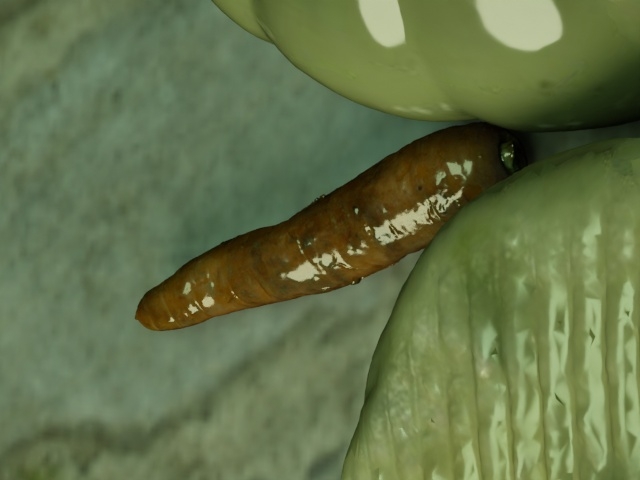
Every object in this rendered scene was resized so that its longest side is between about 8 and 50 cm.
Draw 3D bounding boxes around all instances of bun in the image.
[{"bbox_3d":[0.107,0.073,0.508,0.237,0.116,0.210,-28,73,42],"label":"bun"}]

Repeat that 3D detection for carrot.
[{"bbox_3d":[0.000,0.001,0.629,0.165,0.035,0.036,-26,72,29],"label":"carrot"}]

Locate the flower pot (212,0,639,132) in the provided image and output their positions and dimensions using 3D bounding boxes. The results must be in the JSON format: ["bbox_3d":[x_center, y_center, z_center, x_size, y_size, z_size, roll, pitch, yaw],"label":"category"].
[{"bbox_3d":[0.040,-0.189,0.501,0.307,0.244,0.307,-3,84,30],"label":"flower pot"}]
